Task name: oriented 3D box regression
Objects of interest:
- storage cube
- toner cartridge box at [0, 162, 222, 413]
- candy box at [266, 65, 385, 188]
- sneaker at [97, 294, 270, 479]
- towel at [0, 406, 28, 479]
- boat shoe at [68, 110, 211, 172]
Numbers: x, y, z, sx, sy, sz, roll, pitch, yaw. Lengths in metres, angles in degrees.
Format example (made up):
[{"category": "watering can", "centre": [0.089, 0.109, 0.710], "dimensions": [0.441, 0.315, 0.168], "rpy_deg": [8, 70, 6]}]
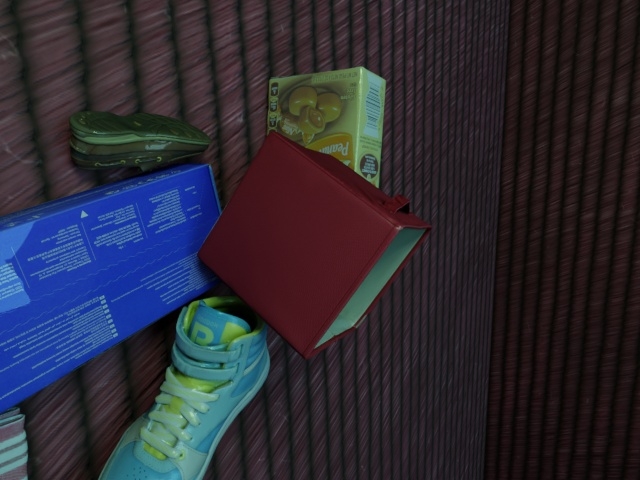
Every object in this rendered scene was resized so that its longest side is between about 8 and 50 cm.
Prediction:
[{"category": "storage cube", "centre": [0.000, 0.000, 0.571], "dimensions": [0.215, 0.193, 0.183], "rpy_deg": [-57, 161, 15]}, {"category": "toner cartridge box", "centre": [-0.259, 0.035, 0.494], "dimensions": [0.347, 0.075, 0.165], "rpy_deg": [-32, 122, -46]}, {"category": "candy box", "centre": [0.000, -0.107, 0.728], "dimensions": [0.087, 0.182, 0.317], "rpy_deg": [-3, 98, -55]}, {"category": "sneaker", "centre": [-0.173, 0.193, 0.549], "dimensions": [0.319, 0.127, 0.208], "rpy_deg": [-55, 162, -45]}, {"category": "towel", "centre": [-0.370, 0.280, 0.431], "dimensions": [0.144, 0.029, 0.197], "rpy_deg": [-7, 104, -53]}, {"category": "boat shoe", "centre": [-0.218, -0.118, 0.544], "dimensions": [0.178, 0.064, 0.060], "rpy_deg": [-14, 138, -50]}]
